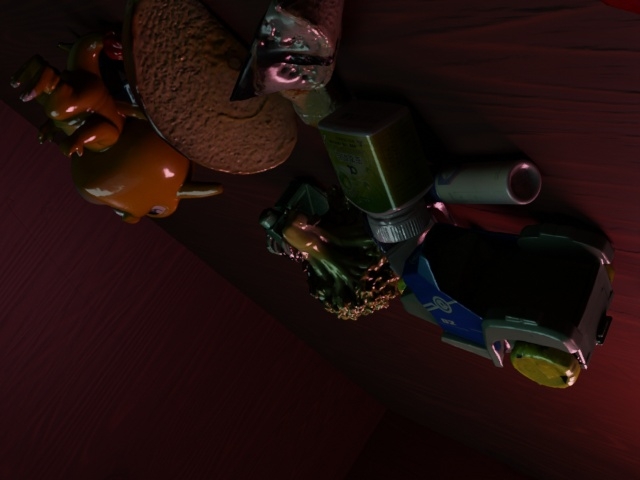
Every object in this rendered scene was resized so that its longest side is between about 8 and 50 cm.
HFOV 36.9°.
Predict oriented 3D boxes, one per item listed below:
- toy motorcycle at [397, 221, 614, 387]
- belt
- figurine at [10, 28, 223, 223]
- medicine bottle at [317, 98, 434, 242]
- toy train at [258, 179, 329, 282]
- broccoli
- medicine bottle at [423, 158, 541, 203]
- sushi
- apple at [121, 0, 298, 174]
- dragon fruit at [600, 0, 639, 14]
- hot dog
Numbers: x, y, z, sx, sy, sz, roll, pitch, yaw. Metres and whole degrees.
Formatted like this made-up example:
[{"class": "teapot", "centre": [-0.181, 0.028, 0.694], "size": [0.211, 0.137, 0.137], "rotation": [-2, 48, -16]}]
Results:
[{"class": "toy motorcycle", "centre": [0.240, 0.063, 1.369], "size": [0.326, 0.191, 0.200], "rotation": [10, 149, 32]}, {"class": "belt", "centre": [0.174, 0.011, 1.569], "size": [0.230, 0.126, 0.140], "rotation": [52, -170, -31]}, {"class": "figurine", "centre": [-0.379, -0.213, 1.826], "size": [0.401, 0.268, 0.387], "rotation": [8, 149, 52]}, {"class": "medicine bottle", "centre": [0.088, -0.098, 1.362], "size": [0.132, 0.088, 0.188], "rotation": [17, 136, 53]}, {"class": "toy train", "centre": [0.000, 0.000, 1.908], "size": [0.269, 0.154, 0.115], "rotation": [38, 165, -19]}, {"class": "broccoli", "centre": [0.069, 0.012, 1.689], "size": [0.180, 0.242, 0.273], "rotation": [-1, 156, 30]}, {"class": "medicine bottle", "centre": [0.210, -0.080, 1.327], "size": [0.059, 0.059, 0.231], "rotation": [39, 166, -23]}, {"class": "sushi", "centre": [-0.014, -0.258, 1.152], "size": [0.109, 0.134, 0.273], "rotation": [22, 154, -9]}, {"class": "apple", "centre": [-0.183, -0.249, 1.465], "size": [0.346, 0.179, 0.254], "rotation": [42, -157, -29]}, {"class": "dragon fruit", "centre": [0.223, -0.223, 0.425], "size": [0.371, 0.249, 0.386], "rotation": [38, 169, -37]}, {"class": "hot dog", "centre": [-0.016, -0.218, 1.364], "size": [0.078, 0.061, 0.169], "rotation": [-11, 155, 14]}]
